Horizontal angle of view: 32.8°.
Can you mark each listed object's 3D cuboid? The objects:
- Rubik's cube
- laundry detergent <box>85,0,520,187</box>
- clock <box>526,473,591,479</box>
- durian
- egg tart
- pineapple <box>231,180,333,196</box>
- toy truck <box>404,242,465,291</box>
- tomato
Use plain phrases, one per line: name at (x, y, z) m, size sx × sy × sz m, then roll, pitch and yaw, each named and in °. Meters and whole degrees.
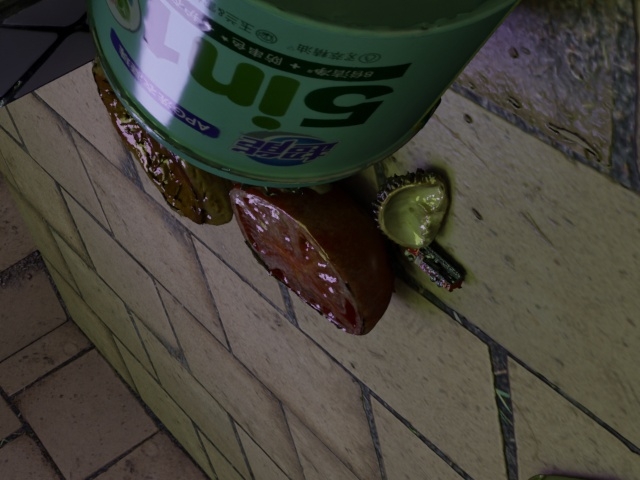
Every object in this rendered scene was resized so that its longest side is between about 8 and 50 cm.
Rubik's cube at (-0.382, -0.365, 1.397) m, size 0.260 × 0.254 × 0.259 m, roll 57°, pitch 162°, yaw 7°
laundry detergent at (-0.013, -0.200, 0.749) m, size 0.287 × 0.287 × 0.305 m, roll 55°, pitch 159°, yaw 6°
clock at (0.317, 0.397, 1.151) m, size 0.308 × 0.096 × 0.235 m, roll 59°, pitch 159°, yaw -5°
durian at (0.088, -0.033, 1.100) m, size 0.066 × 0.052 × 0.130 m, roll 50°, pitch 152°, yaw 23°
egg tart at (-0.195, -0.151, 1.470) m, size 0.290 × 0.115 × 0.290 m, roll 47°, pitch 162°, yaw 21°
pineapple at (-0.053, -0.125, 1.148) m, size 0.193 × 0.166 × 0.166 m, roll 49°, pitch 160°, yaw -3°
toy truck at (0.117, 0.020, 1.151) m, size 0.083 × 0.024 × 0.032 m, roll 43°, pitch 133°, yaw 30°
tomato at (0.000, 0.000, 1.280) m, size 0.237 × 0.095 × 0.237 m, roll 42°, pitch 160°, yaw 19°
